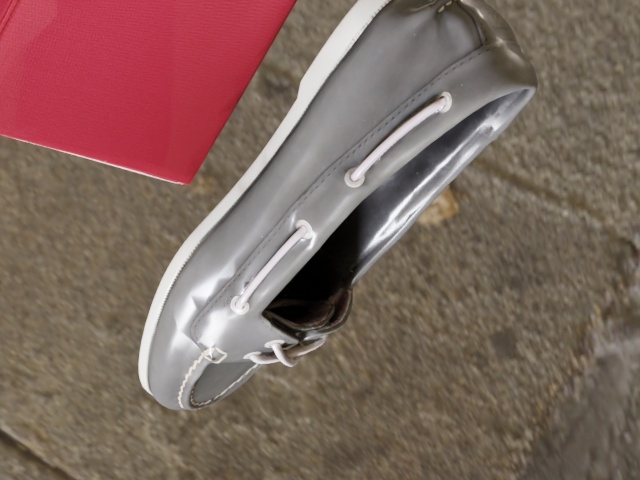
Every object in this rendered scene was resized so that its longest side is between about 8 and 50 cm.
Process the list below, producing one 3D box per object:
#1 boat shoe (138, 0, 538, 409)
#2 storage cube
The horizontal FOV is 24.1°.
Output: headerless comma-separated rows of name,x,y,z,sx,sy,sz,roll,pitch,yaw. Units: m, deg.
boat shoe,0.000,0.000,0.844,0.095,0.112,0.335,46,123,21
storage cube,-0.146,-0.175,0.917,0.183,0.215,0.193,45,111,38
